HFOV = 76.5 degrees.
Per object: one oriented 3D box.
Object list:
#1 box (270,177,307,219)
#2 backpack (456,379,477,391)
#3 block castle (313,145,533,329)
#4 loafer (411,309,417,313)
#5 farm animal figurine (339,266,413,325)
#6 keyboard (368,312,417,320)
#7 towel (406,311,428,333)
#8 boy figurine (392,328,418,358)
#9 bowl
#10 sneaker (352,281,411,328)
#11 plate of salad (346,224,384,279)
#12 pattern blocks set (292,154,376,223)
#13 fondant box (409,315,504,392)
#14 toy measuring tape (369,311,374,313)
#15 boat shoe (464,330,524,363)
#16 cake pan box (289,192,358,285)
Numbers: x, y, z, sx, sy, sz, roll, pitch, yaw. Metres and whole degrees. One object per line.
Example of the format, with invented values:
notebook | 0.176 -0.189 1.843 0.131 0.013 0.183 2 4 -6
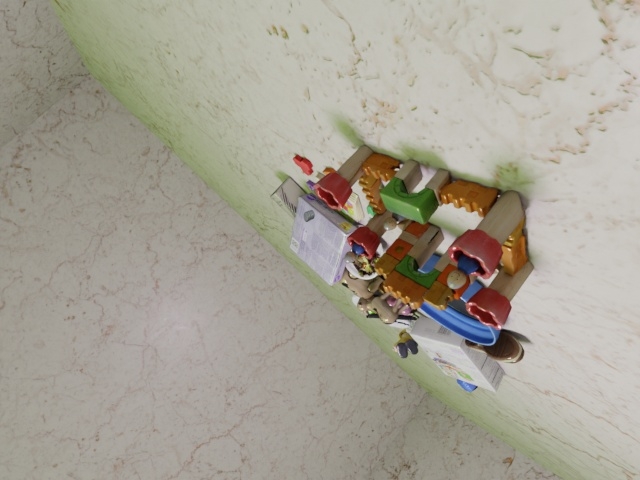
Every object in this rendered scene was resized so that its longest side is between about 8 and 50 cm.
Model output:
box | -0.065 -0.117 1.618 0.275 0.094 0.113 43 168 -11
backpack | 0.665 0.607 1.817 0.101 0.120 0.098 39 168 10
block castle | 0.208 -0.002 0.906 0.453 0.213 0.303 30 163 42
loafer | 0.376 0.282 1.731 0.050 0.056 0.148 27 162 29
farm animal figurine | 0.186 0.198 1.548 0.327 0.172 0.330 43 -174 5
keyboard | 0.281 0.303 1.614 0.180 0.023 0.108 -5 168 34
towel | 0.486 0.424 1.889 0.324 0.056 0.312 35 166 31
boy figurine | 0.465 0.535 2.140 0.092 0.177 0.285 67 -168 3
bowl | 0.387 0.171 1.273 0.391 0.077 0.391 39 168 10
sneaker | 0.281 0.258 1.742 0.269 0.153 0.101 27 141 11
plate of salad | 0.137 0.044 1.431 0.200 0.048 0.199 15 112 41
pattern blocks set | 0.059 -0.140 1.322 0.325 0.026 0.285 32 165 36
fondant box | 0.544 0.450 1.616 0.238 0.096 0.330 3 140 54
toy measuring tape | 0.291 0.289 1.997 0.121 0.121 0.330 41 -170 2
boat shoe | 0.572 0.339 1.294 0.095 0.095 0.257 29 175 -8
cake pan box | 0.000 0.000 1.480 0.246 0.070 0.267 41 135 30
